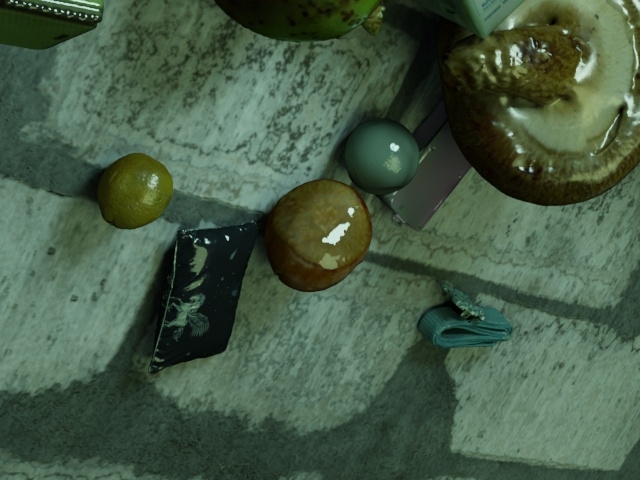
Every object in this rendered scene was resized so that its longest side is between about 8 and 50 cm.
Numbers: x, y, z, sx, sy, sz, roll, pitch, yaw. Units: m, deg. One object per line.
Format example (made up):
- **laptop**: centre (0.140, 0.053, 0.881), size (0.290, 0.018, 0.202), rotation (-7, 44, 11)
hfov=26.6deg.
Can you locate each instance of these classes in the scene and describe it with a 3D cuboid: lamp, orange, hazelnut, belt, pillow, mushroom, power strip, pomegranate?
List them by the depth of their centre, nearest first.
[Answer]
- **pomegranate**: centre (-0.022, -0.311, 1.539), size (0.231, 0.231, 0.286), rotation (-39, 164, -13)
- **orange**: centre (-0.222, -0.056, 1.606), size (0.095, 0.085, 0.085), rotation (-53, 137, -9)
- **pillow**: centre (-0.154, 0.073, 1.772), size (0.141, 0.055, 0.208), rotation (-12, 125, -44)
- **hazelnut**: centre (0.000, 0.000, 1.794), size (0.150, 0.150, 0.150), rotation (-21, 129, -29)
- **mushroom**: centre (0.309, -0.228, 1.796), size (0.345, 0.239, 0.345), rotation (-6, 112, -15)
- **lamp**: centre (0.081, -0.112, 1.809), size (0.105, 0.105, 0.105), rotation (-21, 129, -29)
- **power strip**: centre (0.185, -0.139, 1.924), size (0.279, 0.037, 0.109), rotation (-51, 136, 0)
- **belt**: centre (0.238, 0.122, 2.127), size (0.179, 0.065, 0.100), rotation (5, 122, -44)

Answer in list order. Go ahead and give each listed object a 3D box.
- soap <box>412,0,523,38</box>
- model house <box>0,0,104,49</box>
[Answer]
- **soap**: centre (0.190, -0.381, 1.666), size (0.199, 0.182, 0.138), rotation (-44, 138, -9)
- **model house**: centre (-0.277, -0.266, 1.287), size (0.218, 0.278, 0.205), rotation (4, 116, -40)
